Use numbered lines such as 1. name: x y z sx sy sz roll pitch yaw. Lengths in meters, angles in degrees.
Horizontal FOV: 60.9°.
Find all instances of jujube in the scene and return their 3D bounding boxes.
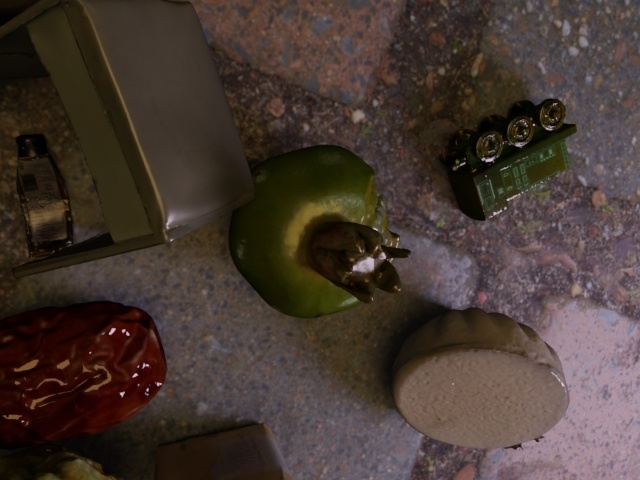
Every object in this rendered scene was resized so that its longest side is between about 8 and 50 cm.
1. jujube: -0.328 0.167 0.694 0.250 0.174 0.174 -13 100 -15

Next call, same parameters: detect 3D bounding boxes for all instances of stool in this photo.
1. stool: -0.250 -0.115 0.618 0.269 0.170 0.244 -11 103 30

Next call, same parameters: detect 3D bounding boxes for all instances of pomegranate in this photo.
1. pomegranate: 0.000 0.000 0.697 0.235 0.302 0.236 -4 107 -13

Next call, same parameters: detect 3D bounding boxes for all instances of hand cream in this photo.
1. hand cream: -0.373 -0.059 0.729 0.062 0.039 0.163 -8 104 -16

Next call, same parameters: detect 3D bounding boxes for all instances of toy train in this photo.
1. toy train: 0.310 -0.137 0.877 0.225 0.090 0.137 -27 109 -11

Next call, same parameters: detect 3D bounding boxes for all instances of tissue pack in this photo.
1. tissue pack: -0.130 0.341 0.741 0.186 0.222 0.090 -7 96 -14

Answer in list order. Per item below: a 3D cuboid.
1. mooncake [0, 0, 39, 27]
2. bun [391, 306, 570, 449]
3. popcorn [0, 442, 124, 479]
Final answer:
1. mooncake: -0.407 -0.276 0.569 0.305 0.306 0.154 -14 100 -13
2. bun: 0.243 0.191 0.861 0.263 0.175 0.263 5 131 6
3. popcorn: -0.313 0.364 0.582 0.282 0.282 0.247 -36 70 -9
